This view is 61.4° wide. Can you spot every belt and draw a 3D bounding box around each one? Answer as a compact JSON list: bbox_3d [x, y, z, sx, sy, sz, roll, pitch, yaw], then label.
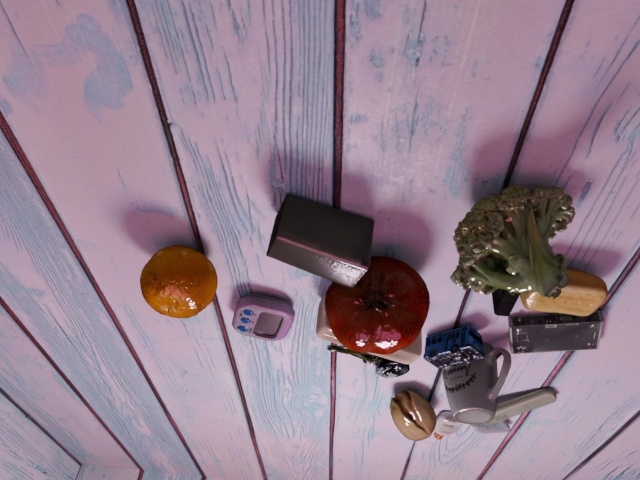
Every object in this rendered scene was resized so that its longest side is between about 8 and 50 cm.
[{"bbox_3d":[0.258,0.450,1.944,0.105,0.058,0.140,30,136,-24],"label":"belt"}]

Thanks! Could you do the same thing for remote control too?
[{"bbox_3d":[0.753,0.641,2.077,0.309,0.038,0.090,-30,125,24],"label":"remote control"}]

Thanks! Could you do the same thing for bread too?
[{"bbox_3d":[0.657,0.132,1.470,0.217,0.098,0.147,8,139,-5],"label":"bread"}]

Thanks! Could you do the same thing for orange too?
[{"bbox_3d":[-0.404,0.118,1.548,0.219,0.193,0.219,-5,150,-3],"label":"orange"}]

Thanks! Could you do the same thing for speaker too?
[{"bbox_3d":[0.525,0.117,1.486,0.044,0.082,0.218,5,141,3],"label":"speaker"}]

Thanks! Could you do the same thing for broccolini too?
[{"bbox_3d":[0.121,0.412,1.921,0.201,0.058,0.074,1,133,7],"label":"broccolini"}]

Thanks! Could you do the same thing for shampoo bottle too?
[{"bbox_3d":[0.539,0.802,2.327,0.107,0.051,0.221,8,141,-2],"label":"shampoo bottle"}]

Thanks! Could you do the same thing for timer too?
[{"bbox_3d":[-0.188,0.252,1.769,0.190,0.069,0.209,15,139,-9],"label":"timer"}]

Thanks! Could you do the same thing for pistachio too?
[{"bbox_3d":[0.370,0.699,2.150,0.162,0.181,0.293,-41,133,-2],"label":"pistachio"}]

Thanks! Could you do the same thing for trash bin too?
[{"bbox_3d":[0.000,0.000,1.365,0.240,0.164,0.122,18,139,-12],"label":"trash bin"}]

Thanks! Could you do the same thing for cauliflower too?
[{"bbox_3d":[0.458,0.026,1.253,0.327,0.281,0.260,-41,154,24],"label":"cauliflower"}]

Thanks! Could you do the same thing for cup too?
[{"bbox_3d":[0.525,0.460,1.783,0.186,0.234,0.258,27,134,-23],"label":"cup"}]

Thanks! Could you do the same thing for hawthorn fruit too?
[{"bbox_3d":[0.162,0.190,1.518,0.286,0.288,0.330,1,166,8],"label":"hawthorn fruit"}]

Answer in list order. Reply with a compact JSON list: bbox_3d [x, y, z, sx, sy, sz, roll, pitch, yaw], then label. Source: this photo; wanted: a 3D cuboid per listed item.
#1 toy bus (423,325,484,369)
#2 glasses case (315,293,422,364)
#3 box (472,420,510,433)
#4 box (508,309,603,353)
[{"bbox_3d":[0.434,0.346,1.755,0.090,0.106,0.184,38,137,-27],"label":"toy bus"},{"bbox_3d":[0.155,0.273,1.684,0.336,0.144,0.076,20,139,-13],"label":"glasses case"},{"bbox_3d":[0.672,0.732,2.232,0.142,0.044,0.285,-16,135,31],"label":"box"},{"bbox_3d":[0.732,0.292,1.692,0.269,0.045,0.211,-6,140,15],"label":"box"}]
